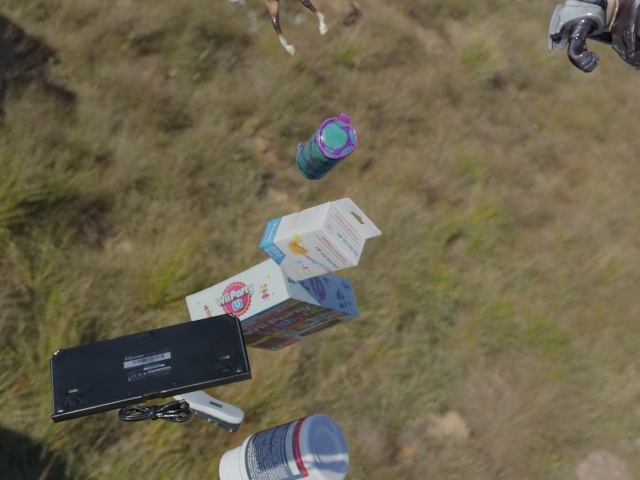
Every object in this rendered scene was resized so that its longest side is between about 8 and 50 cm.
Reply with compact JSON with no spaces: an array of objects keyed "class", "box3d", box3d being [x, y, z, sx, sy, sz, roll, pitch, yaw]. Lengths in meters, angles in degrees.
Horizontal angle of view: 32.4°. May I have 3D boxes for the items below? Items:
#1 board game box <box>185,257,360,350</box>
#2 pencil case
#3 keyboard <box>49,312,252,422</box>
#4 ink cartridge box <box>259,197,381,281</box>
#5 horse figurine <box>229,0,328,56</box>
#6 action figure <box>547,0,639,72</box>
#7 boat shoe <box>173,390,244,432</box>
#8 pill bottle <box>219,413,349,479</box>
[{"class":"board game box","box3d":[-0.090,0.134,2.220,0.303,0.224,0.098,21,49,-59]},{"class":"pencil case","box3d":[0.007,-0.140,1.682,0.064,0.151,0.070,30,75,-9]},{"class":"keyboard","box3d":[-0.153,0.127,0.997,0.108,0.180,0.023,-107,-174,-46]},{"class":"ink cartridge box","box3d":[0.000,0.000,1.863,0.104,0.181,0.062,45,46,-31]},{"class":"horse figurine","box3d":[-0.016,-0.386,1.534,0.174,0.263,0.066,51,-8,-21]},{"class":"action figure","box3d":[0.273,-0.165,0.846,0.285,0.185,0.099,17,74,-88]},{"class":"boat shoe","box3d":[-0.207,0.305,1.987,0.142,0.040,0.049,23,26,6]},{"class":"pill bottle","box3d":[-0.058,0.330,1.639,0.108,0.180,0.108,35,44,-42]}]
